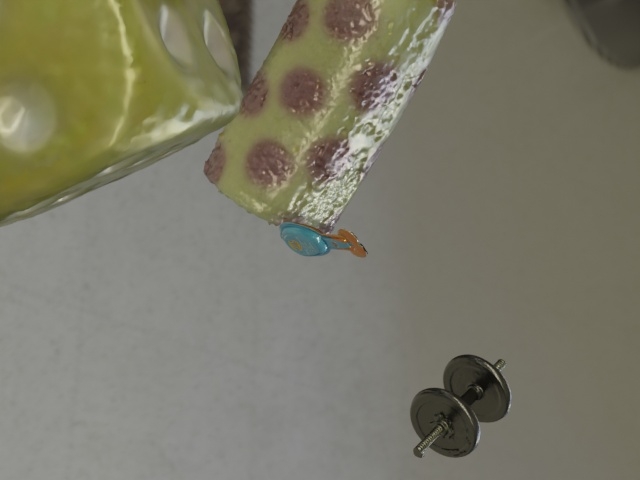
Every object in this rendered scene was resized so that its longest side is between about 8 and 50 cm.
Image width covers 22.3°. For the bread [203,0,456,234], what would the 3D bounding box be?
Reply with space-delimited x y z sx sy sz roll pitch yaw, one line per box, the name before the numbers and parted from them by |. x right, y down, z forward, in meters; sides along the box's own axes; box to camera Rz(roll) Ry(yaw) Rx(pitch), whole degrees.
bread | 0.014 -0.177 1.956 0.187 0.338 0.155 14 19 -47

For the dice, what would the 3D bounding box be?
dice | -0.212 -0.158 1.316 0.233 0.227 0.238 66 17 -3

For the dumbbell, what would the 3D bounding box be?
dumbbell | 0.122 0.143 1.407 0.147 0.069 0.069 -39 100 -44

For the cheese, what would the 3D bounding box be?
cheese | 0.000 0.001 1.551 0.047 0.111 0.017 51 60 -34
